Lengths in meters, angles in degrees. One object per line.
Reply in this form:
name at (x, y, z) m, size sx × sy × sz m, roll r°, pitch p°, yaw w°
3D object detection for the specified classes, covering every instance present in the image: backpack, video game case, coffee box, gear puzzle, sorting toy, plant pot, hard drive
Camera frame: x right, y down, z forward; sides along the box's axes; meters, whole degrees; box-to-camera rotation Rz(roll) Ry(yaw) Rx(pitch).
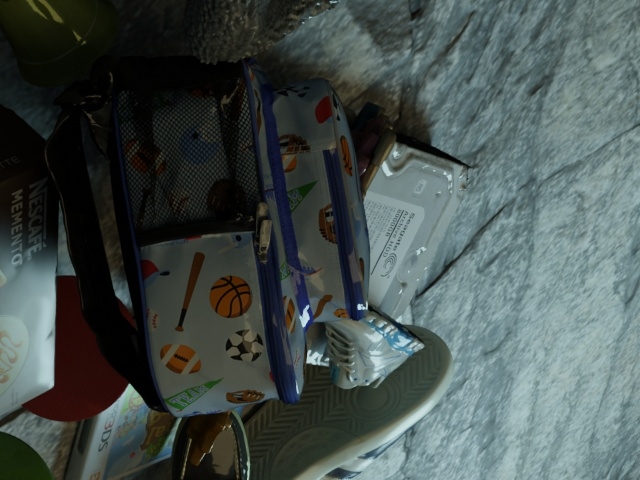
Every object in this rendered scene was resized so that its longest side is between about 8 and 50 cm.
backpack at (-0.068, -0.004, 1.369) m, size 0.276 × 0.213 × 0.263 m, roll -33°, pitch 123°, yaw -83°
video game case at (-0.138, 0.135, 1.771) m, size 0.212 × 0.023 × 0.193 m, roll -19°, pitch 138°, yaw -43°
coffee box at (-0.277, 0.027, 1.377) m, size 0.141 × 0.098 × 0.247 m, roll -28°, pitch 144°, yaw -34°
gear puzzle at (-0.037, 0.036, 1.562) m, size 0.339 × 0.044 × 0.175 m, roll -62°, pitch -173°, yaw 11°
sorting toy at (-0.260, 0.198, 1.591) m, size 0.366 × 0.127 × 0.126 m, roll -62°, pitch 173°, yaw 3°
plant pot at (-0.197, -0.163, 1.303) m, size 0.083 × 0.083 × 0.079 m, roll -46°, pitch 139°, yaw -7°
hard drive at (0.000, 0.000, 1.738) m, size 0.339 × 0.064 × 0.237 m, roll 14°, pitch 104°, yaw -59°

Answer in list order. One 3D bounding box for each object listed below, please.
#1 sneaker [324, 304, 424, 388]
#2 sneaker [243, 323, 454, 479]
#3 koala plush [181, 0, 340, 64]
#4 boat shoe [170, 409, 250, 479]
sneaker at (0.033, 0.099, 1.745) m, size 0.083 × 0.071 × 0.190 m, roll -53°, pitch 149°, yaw 1°
sneaker at (-0.003, 0.227, 1.965) m, size 0.350 × 0.131 × 0.148 m, roll -35°, pitch 147°, yaw -6°
koala plush at (-0.054, -0.275, 1.255) m, size 0.203 × 0.196 × 0.221 m, roll -30°, pitch 136°, yaw -24°
boat shoe at (-0.105, 0.265, 1.804) m, size 0.080 × 0.073 × 0.224 m, roll 1°, pitch 111°, yaw -13°
